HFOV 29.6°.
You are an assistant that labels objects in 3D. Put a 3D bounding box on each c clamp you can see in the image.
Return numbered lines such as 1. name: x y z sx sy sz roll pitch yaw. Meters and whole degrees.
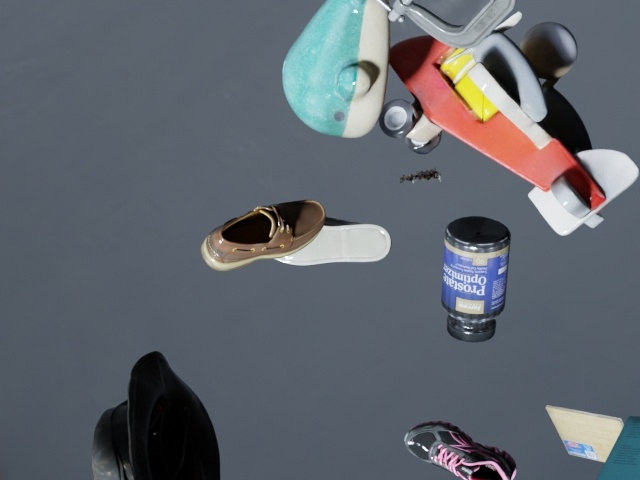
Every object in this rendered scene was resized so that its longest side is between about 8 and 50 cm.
1. c clamp: 0.114 -0.243 1.190 0.022 0.137 0.160 -57 -168 -26

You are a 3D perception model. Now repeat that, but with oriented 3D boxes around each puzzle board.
1. puzzle board: 0.387 0.276 1.709 0.011 0.128 0.096 -45 119 -29

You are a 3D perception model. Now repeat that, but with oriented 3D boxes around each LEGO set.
1. LEGO set: 0.163 -0.106 1.939 0.054 0.023 0.083 -11 173 30

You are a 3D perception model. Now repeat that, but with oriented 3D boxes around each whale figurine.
1. whale figurine: 0.024 -0.271 1.654 0.141 0.216 0.272 5 131 -4

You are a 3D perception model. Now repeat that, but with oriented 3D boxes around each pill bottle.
1. pill bottle: 0.288 0.075 2.267 0.122 0.123 0.219 -13 120 -23

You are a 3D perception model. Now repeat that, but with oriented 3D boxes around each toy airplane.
1. toy airplane: 0.310 -0.191 1.800 0.384 0.386 0.272 29 95 -20

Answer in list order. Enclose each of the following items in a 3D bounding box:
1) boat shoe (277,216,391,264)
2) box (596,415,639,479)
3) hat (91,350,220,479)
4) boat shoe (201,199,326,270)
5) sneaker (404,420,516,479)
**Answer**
1. boat shoe: 0.000 0.000 1.749 0.206 0.075 0.065 5 180 6
2. box: 0.370 0.323 1.456 0.060 0.101 0.244 -2 -151 35
3. hat: -0.270 0.343 1.854 0.134 0.331 0.331 -15 153 13
4. boat shoe: -0.063 -0.013 1.524 0.178 0.064 0.060 -20 162 -30
5. sneaker: 0.141 0.221 1.224 0.057 0.119 0.047 -53 161 -75
